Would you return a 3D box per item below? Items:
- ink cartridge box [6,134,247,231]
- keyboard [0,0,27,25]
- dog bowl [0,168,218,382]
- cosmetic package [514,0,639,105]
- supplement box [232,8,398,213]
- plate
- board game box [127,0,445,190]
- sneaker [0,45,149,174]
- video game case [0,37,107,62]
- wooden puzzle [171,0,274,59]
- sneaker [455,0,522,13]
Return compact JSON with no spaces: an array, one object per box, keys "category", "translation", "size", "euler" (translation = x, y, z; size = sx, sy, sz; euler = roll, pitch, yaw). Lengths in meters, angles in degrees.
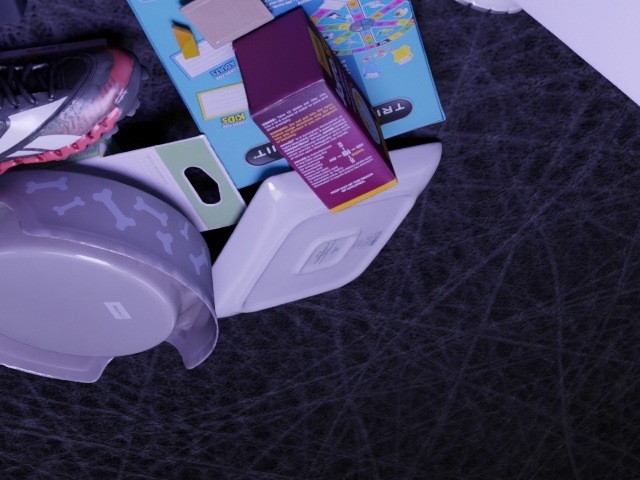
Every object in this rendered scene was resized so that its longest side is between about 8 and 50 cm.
[{"category":"ink cartridge box","translation":[-0.212,-0.062,1.381],"size":[0.235,0.056,0.171],"euler":[-14,144,11]},{"category":"keyboard","translation":[-0.320,-0.306,1.062],"size":[0.202,0.033,0.317],"euler":[-14,145,-2]},{"category":"dog bowl","translation":[-0.282,0.044,1.385],"size":[0.349,0.102,0.348],"euler":[4,149,2]},{"category":"cosmetic package","translation":[0.327,-0.346,0.878],"size":[0.394,0.329,0.327],"euler":[-30,151,-25]},{"category":"supplement box","translation":[-0.003,-0.125,1.217],"size":[0.081,0.104,0.188],"euler":[-25,143,13]},{"category":"plate","translation":[0.000,0.000,1.494],"size":[0.278,0.045,0.277],"euler":[-14,151,-38]},{"category":"board game box","translation":[-0.031,-0.212,1.247],"size":[0.254,0.079,0.336],"euler":[-18,144,5]},{"category":"sneaker","translation":[-0.311,-0.133,1.218],"size":[0.276,0.097,0.135],"euler":[-21,146,12]},{"category":"video game case","translation":[-0.279,-0.169,1.276],"size":[0.122,0.011,0.087],"euler":[-9,144,-8]},{"category":"wooden puzzle","translation":[-0.089,-0.214,1.147],"size":[0.116,0.014,0.078],"euler":[-21,148,10]},{"category":"sneaker","translation":[0.218,-0.298,1.224],"size":[0.297,0.111,0.129],"euler":[-3,127,-23]}]
